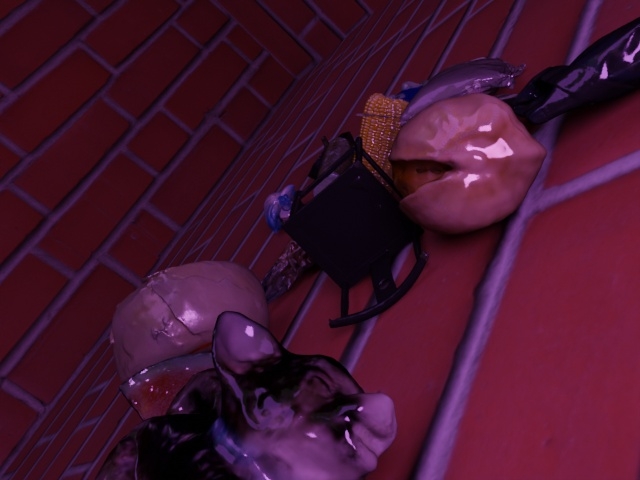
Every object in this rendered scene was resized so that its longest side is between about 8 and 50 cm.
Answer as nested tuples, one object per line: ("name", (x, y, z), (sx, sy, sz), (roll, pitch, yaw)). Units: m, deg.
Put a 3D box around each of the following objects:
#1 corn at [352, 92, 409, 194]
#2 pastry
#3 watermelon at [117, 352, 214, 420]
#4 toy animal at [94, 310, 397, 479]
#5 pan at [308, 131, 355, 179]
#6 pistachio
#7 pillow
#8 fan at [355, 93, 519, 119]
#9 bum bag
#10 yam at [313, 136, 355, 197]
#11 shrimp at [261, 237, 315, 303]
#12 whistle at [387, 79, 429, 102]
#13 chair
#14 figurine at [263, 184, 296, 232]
("corn", (0.092, -0.141, 1.053), (0.063, 0.085, 0.165), (-58, -16, -76))
("pastry", (-0.197, 0.137, 1.043), (0.264, 0.133, 0.265), (-22, -23, -10))
("watermelon", (-0.157, 0.214, 0.896), (0.202, 0.207, 0.136), (-125, 49, -58))
("toy animal", (-0.072, 0.199, 0.622), (0.344, 0.194, 0.303), (-32, 27, 31))
("pan", (0.039, -0.201, 1.528), (0.128, 0.048, 0.202), (-35, 22, 35))
("pistachio", (0.155, -0.083, 0.775), (0.157, 0.157, 0.229), (-51, 7, -10))
("pillow", (0.201, -0.220, 0.962), (0.169, 0.059, 0.255), (-17, 12, 22))
("fan", (0.143, -0.148, 0.853), (0.310, 0.010, 0.182), (-8, -13, -46))
("bum bag", (0.329, -0.193, 0.684), (0.310, 0.074, 0.137), (-27, 14, 41))
("yam", (0.032, -0.137, 1.346), (0.078, 0.078, 0.179), (-39, 18, 31))
("shrimp", (0.000, 0.000, 1.149), (0.317, 0.062, 0.164), (-49, 23, 3))
("whistle", (0.155, -0.211, 1.161), (0.110, 0.092, 0.244), (-40, 19, 40))
("chair", (0.044, -0.017, 0.922), (0.154, 0.141, 0.260), (-40, 15, 17))
("figurine", (-0.088, -0.066, 1.533), (0.114, 0.079, 0.114), (15, -90, -80))
